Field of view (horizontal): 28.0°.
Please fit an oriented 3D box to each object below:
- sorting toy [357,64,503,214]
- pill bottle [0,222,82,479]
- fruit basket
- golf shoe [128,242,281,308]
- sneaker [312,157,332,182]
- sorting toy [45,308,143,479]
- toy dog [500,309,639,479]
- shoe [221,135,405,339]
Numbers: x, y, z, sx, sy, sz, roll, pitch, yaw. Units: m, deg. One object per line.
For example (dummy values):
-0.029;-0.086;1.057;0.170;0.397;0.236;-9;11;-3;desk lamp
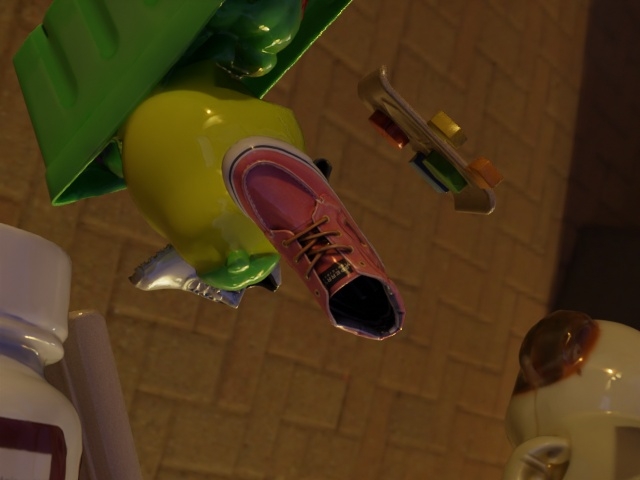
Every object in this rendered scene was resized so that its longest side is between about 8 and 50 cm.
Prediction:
0.134;-0.121;1.633;0.041;0.307;0.229;-41;96;-3;sorting toy
-0.261;0.190;0.756;0.224;0.224;0.392;29;60;-57;pill bottle
-0.103;-0.134;1.268;0.283;0.392;0.392;-22;117;-52;fruit basket
-0.119;0.037;1.402;0.176;0.069;0.086;-16;72;-28;golf shoe
-0.012;-0.034;1.006;0.031;0.035;0.083;28;47;-19;sneaker
-0.244;0.128;0.979;0.047;0.196;0.348;-87;170;-61;sorting toy
0.318;0.258;1.363;0.284;0.408;0.395;18;123;-24;toy dog
0.000;0.000;0.931;0.063;0.081;0.178;-39;126;6;shoe
